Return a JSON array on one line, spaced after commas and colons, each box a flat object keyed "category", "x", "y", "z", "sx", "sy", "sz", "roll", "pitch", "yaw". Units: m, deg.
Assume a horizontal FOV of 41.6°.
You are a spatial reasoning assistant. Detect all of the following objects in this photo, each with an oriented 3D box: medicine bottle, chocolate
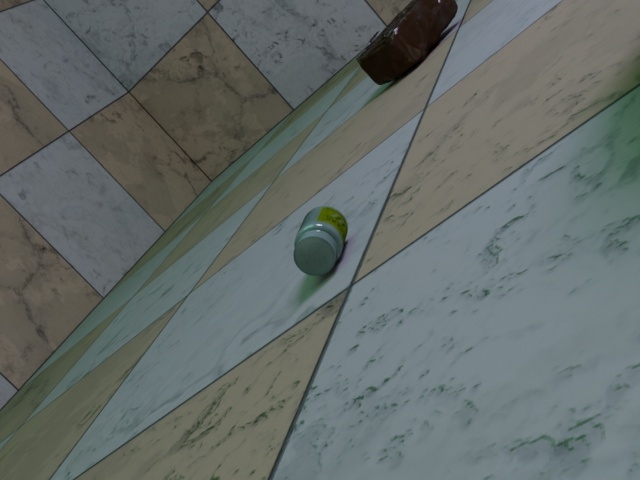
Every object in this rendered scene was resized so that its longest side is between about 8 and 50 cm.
[{"category": "medicine bottle", "x": 0.000, "y": 0.000, "z": 0.817, "sx": 0.047, "sy": 0.047, "sz": 0.083, "roll": -39, "pitch": 11, "yaw": 19}, {"category": "chocolate", "x": 0.177, "y": -0.402, "z": 1.639, "sx": 0.214, "sy": 0.093, "sz": 0.148, "roll": -49, "pitch": 14, "yaw": -29}]
